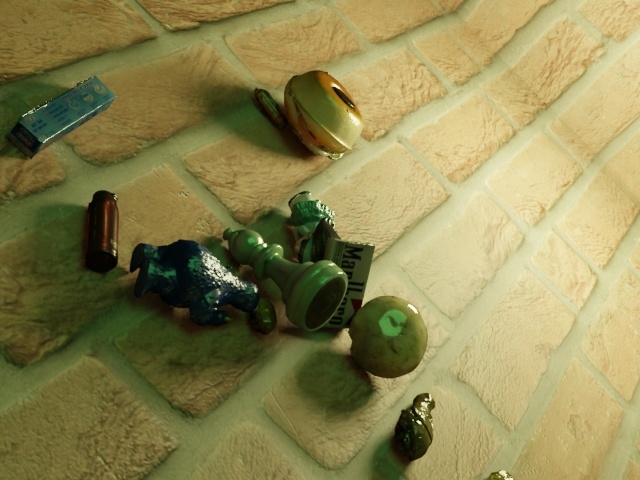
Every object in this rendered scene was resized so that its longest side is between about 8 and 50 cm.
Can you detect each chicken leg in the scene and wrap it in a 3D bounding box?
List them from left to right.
[{"bbox_3d":[0.191,0.349,2.000,0.085,0.069,0.198,44,26,-2],"label":"chicken leg"}]

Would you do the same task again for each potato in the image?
[{"bbox_3d":[-0.108,0.142,1.934,0.051,0.040,0.083,14,36,-21],"label":"potato"}]

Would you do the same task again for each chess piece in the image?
[{"bbox_3d":[-0.088,0.050,1.979,0.271,0.139,0.139,33,27,25],"label":"chess piece"}]

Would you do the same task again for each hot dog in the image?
[{"bbox_3d":[-0.119,-0.312,2.444,0.122,0.037,0.049,56,23,10],"label":"hot dog"}]

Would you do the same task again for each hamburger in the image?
[{"bbox_3d":[0.003,-0.304,2.452,0.237,0.147,0.237,45,19,-20],"label":"hamburger"}]

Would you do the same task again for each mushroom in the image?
[{"bbox_3d":[0.132,0.194,2.053,0.166,0.127,0.166,8,70,-23],"label":"mushroom"}]

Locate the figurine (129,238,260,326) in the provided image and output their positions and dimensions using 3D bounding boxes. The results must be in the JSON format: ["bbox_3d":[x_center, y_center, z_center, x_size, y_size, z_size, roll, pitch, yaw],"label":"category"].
[{"bbox_3d":[-0.212,0.070,1.833,0.262,0.121,0.164,11,41,-43],"label":"figurine"}]

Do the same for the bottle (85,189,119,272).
[{"bbox_3d":[-0.385,-0.021,1.813,0.060,0.060,0.164,23,38,-29],"label":"bottle"}]

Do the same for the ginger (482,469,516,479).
[{"bbox_3d":[0.380,0.560,1.930,0.109,0.116,0.263,-27,74,-13],"label":"ginger"}]

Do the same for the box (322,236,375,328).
[{"bbox_3d":[0.043,0.085,2.051,0.115,0.178,0.036,9,6,-43],"label":"box"}]

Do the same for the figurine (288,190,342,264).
[{"bbox_3d":[0.000,0.000,2.157,0.138,0.110,0.245,39,23,-37],"label":"figurine"}]

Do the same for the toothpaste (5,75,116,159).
[{"bbox_3d":[-0.488,-0.238,1.952,0.066,0.053,0.272,45,32,-5],"label":"toothpaste"}]
